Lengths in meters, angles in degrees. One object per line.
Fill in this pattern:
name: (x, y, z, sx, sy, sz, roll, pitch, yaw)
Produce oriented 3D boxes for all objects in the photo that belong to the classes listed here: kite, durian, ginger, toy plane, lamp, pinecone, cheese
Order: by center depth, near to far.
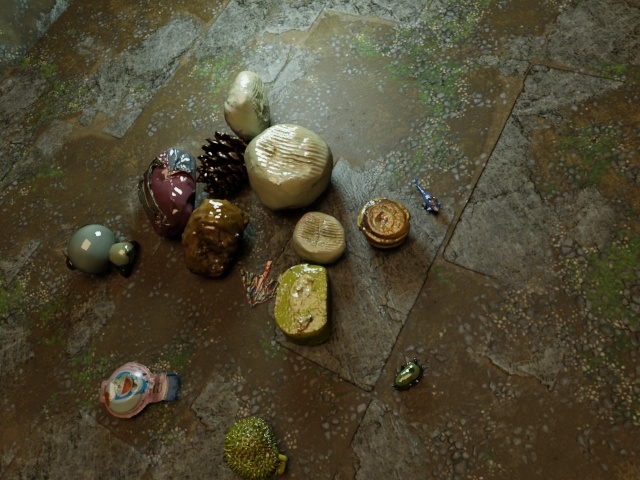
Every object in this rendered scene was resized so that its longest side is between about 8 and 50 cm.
durian: (-0.207, 0.626, 1.491, 0.159, 0.146, 0.198, -37, 58, -4)
cheese: (-0.616, 0.502, 1.702, 0.286, 0.074, 0.188, -6, 64, 10)
toy plane: (0.377, -0.161, 1.792, 0.054, 0.062, 0.167, -28, 50, 0)
kite: (-0.220, 0.155, 1.812, 0.233, 0.009, 0.189, 15, 69, 21)
ginger: (-0.394, -0.026, 1.846, 0.269, 0.201, 0.223, -56, 19, 26)
lamp: (-0.847, 0.040, 1.948, 0.244, 0.197, 0.197, 12, 65, -5)
pinecone: (-0.378, -0.302, 1.968, 0.224, 0.224, 0.272, 30, 82, 25)

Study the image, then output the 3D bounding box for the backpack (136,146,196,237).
backpack: (-0.597, -0.165, 1.952, 0.283, 0.197, 0.316, -37, 55, 40)

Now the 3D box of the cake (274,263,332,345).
cake: (-0.055, 0.208, 1.667, 0.179, 0.156, 0.260, -3, 61, 6)

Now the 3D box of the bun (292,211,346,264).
bun: (0.000, 0.000, 1.772, 0.193, 0.128, 0.178, 15, 68, 9)

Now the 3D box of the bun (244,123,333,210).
bun: (-0.113, -0.269, 1.878, 0.327, 0.234, 0.361, -8, 55, -1)

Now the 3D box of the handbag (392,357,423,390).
handbag: (0.265, 0.417, 1.532, 0.111, 0.047, 0.072, -39, 60, -9)

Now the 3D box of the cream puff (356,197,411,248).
cream puff: (0.216, -0.055, 1.739, 0.189, 0.129, 0.188, -2, 68, 5)

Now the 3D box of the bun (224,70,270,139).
bun: (-0.302, -0.539, 2.037, 0.169, 0.272, 0.272, 1, 64, 12)
